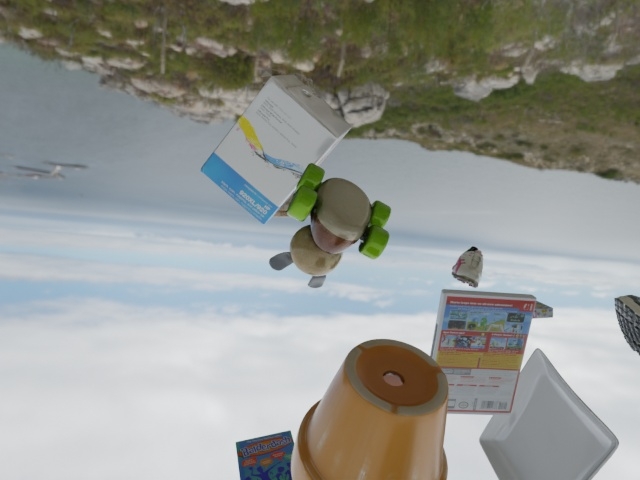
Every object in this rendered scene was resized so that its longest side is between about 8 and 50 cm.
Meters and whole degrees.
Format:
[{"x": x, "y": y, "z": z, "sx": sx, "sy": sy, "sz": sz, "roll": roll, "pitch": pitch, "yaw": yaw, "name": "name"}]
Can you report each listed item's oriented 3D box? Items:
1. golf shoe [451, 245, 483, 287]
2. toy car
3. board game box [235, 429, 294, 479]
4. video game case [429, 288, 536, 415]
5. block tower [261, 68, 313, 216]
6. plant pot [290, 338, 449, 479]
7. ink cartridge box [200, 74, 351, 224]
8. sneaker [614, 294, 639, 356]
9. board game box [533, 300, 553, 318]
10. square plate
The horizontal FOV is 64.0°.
[{"x": 0.372, "y": 0.061, "z": 1.281, "sx": 0.068, "sy": 0.085, "sz": 0.186, "roll": 25, "pitch": -166, "yaw": 4, "name": "golf shoe"}, {"x": 0.000, "y": 0.000, "z": 0.842, "sx": 0.155, "sy": 0.188, "sz": 0.149, "roll": 28, "pitch": -146, "yaw": -9, "name": "toy car"}, {"x": -0.135, "y": 0.599, "z": 1.350, "sx": 0.160, "sy": 0.047, "sz": 0.210, "roll": -9, "pitch": -162, "yaw": -12, "name": "board game box"}, {"x": 0.338, "y": 0.246, "z": 1.104, "sx": 0.204, "sy": 0.284, "sz": 0.025, "roll": 4, "pitch": -164, "yaw": -7, "name": "video game case"}, {"x": -0.076, "y": -0.222, "z": 1.187, "sx": 0.097, "sy": 0.335, "sz": 0.091, "roll": 1, "pitch": -175, "yaw": 25, "name": "block tower"}, {"x": 0.077, "y": 0.238, "z": 0.658, "sx": 0.205, "sy": 0.187, "sz": 0.205, "roll": 9, "pitch": -151, "yaw": -5, "name": "plant pot"}, {"x": -0.083, "y": -0.187, "z": 1.024, "sx": 0.168, "sy": 0.232, "sz": 0.171, "roll": 41, "pitch": -158, "yaw": -4, "name": "ink cartridge box"}, {"x": 0.652, "y": 0.166, "z": 0.922, "sx": 0.122, "sy": 0.110, "sz": 0.283, "roll": -21, "pitch": -164, "yaw": 0, "name": "sneaker"}, {"x": 0.509, "y": 0.181, "z": 1.340, "sx": 0.154, "sy": 0.026, "sz": 0.103, "roll": -3, "pitch": -174, "yaw": -1, "name": "board game box"}, {"x": 0.556, "y": 0.505, "z": 1.280, "sx": 0.049, "sy": 0.343, "sz": 0.347, "roll": 18, "pitch": -160, "yaw": -15, "name": "square plate"}]
